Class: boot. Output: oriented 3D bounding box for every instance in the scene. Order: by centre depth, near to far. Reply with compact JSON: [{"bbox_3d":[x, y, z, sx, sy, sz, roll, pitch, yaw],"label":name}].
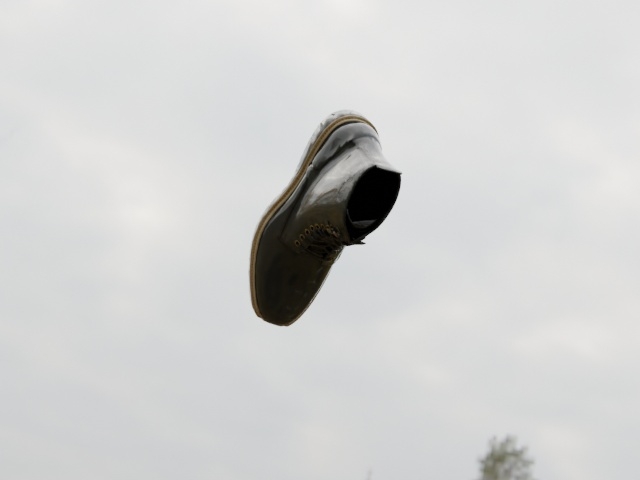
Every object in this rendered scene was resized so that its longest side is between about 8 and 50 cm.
[{"bbox_3d":[0.000,0.000,1.117,0.077,0.198,0.137,14,17,-17],"label":"boot"}]
